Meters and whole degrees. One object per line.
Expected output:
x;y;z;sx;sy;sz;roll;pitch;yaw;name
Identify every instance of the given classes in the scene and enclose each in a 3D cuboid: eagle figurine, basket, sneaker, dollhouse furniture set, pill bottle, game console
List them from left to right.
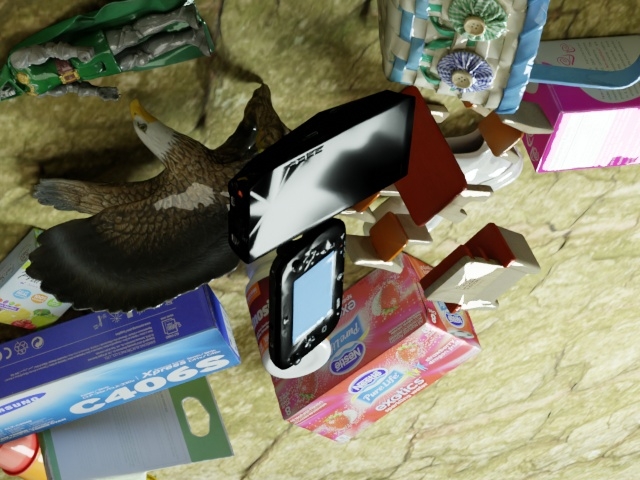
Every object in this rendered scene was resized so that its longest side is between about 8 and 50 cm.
-0.158;-0.047;1.760;0.298;0.225;0.226;-38;160;9;eagle figurine
-0.045;0.086;2.010;0.086;0.152;0.086;-11;144;-8;pill bottle
0.000;0.000;1.730;0.213;0.044;0.361;-30;147;-24;game console
0.131;-0.075;1.951;0.212;0.080;0.094;-32;131;8;sneaker
0.129;-0.053;1.809;0.135;0.259;0.262;10;135;-48;dollhouse furniture set
0.205;-0.246;1.629;0.288;0.201;0.255;-2;142;-5;basket

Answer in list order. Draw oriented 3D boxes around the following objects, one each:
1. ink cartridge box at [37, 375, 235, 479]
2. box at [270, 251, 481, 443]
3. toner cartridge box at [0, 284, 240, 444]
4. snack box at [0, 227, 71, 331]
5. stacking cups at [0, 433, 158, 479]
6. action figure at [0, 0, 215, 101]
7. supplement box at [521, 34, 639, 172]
-0.247;0.260;2.139;0.235;0.171;0.056;-5;129;-17;ink cartridge box
0.067;0.145;2.162;0.257;0.123;0.128;-36;140;24;box
-0.285;0.155;2.037;0.347;0.075;0.165;-19;158;2;toner cartridge box
-0.334;0.049;1.936;0.100;0.037;0.141;17;133;-40;snack box
-0.355;0.318;2.255;0.096;0.096;0.316;-33;137;21;stacking cups
-0.231;-0.185;1.652;0.232;0.063;0.137;-17;148;5;action figure
0.344;-0.161;1.881;0.220;0.111;0.114;-4;143;-17;supplement box
